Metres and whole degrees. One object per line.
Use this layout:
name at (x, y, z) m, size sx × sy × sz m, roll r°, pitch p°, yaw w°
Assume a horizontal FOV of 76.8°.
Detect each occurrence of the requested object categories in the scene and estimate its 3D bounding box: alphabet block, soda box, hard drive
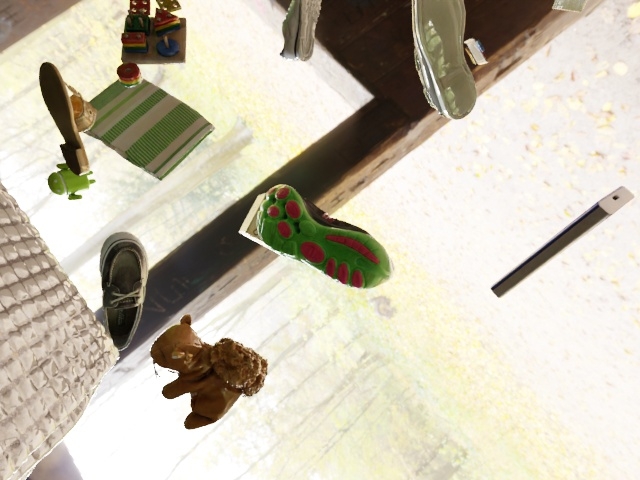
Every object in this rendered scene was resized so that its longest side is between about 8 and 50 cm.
alphabet block at (-0.226, -0.078, 1.810) m, size 0.192 × 0.197 × 0.193 m, roll 30°, pitch 172°, yaw -17°
soda box at (0.486, -0.497, 0.753) m, size 0.060 × 0.053 × 0.169 m, roll 22°, pitch -171°, yaw 20°
hard drive at (0.572, 0.009, 0.970) m, size 0.040 × 0.210 × 0.319 m, roll 53°, pitch 137°, yaw 21°

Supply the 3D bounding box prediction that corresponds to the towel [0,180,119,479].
towel at (-0.295, 0.080, 0.297) m, size 0.235 × 0.121 × 0.284 m, roll 65°, pitch 177°, yaw -12°

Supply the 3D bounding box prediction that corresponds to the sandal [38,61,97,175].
sandal at (-0.516, -0.261, 0.861) m, size 0.088 × 0.079 × 0.240 m, roll 25°, pitch 129°, yaw 21°

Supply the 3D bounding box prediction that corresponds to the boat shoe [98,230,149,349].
boat shoe at (-0.514, 0.142, 1.072) m, size 0.119 × 0.121 × 0.335 m, roll 44°, pitch 130°, yaw 47°

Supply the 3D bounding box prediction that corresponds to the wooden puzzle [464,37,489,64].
wooden puzzle at (0.389, -0.471, 1.004) m, size 0.078 × 0.014 × 0.116 m, roll 47°, pitch -164°, yaw -19°

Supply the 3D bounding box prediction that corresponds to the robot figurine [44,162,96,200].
robot figurine at (-0.668, -0.158, 1.080) m, size 0.067 × 0.115 × 0.101 m, roll 11°, pitch 116°, yaw 43°

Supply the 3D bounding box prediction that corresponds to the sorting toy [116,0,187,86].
sorting toy at (-0.360, -0.452, 0.871) m, size 0.046 × 0.132 × 0.275 m, roll 104°, pitch 162°, yaw -65°

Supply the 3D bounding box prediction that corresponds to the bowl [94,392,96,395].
bowl at (-0.643, 0.282, 0.861) m, size 0.298 × 0.297 × 0.134 m, roll 84°, pitch -178°, yaw -77°

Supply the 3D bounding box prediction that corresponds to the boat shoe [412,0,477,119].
boat shoe at (0.247, -0.405, 0.853) m, size 0.305 × 0.109 × 0.091 m, roll 64°, pitch 176°, yaw -31°

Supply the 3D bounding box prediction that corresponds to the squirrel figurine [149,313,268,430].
squirrel figurine at (-0.392, 0.430, 1.441) m, size 0.281 × 0.396 × 0.370 m, roll -87°, pitch -20°, yaw -56°

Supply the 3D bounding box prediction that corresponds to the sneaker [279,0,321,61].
sneaker at (-0.064, -0.634, 1.149) m, size 0.094 × 0.235 × 0.090 m, roll 21°, pitch -165°, yaw 34°

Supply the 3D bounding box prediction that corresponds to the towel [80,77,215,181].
towel at (-0.491, -0.324, 1.125) m, size 0.324 × 0.248 × 0.038 m, roll 32°, pitch 155°, yaw 9°

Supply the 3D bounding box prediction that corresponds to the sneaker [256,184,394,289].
sneaker at (0.000, 0.000, 1.135) m, size 0.482 × 0.185 × 0.202 m, roll 36°, pitch -174°, yaw 32°
